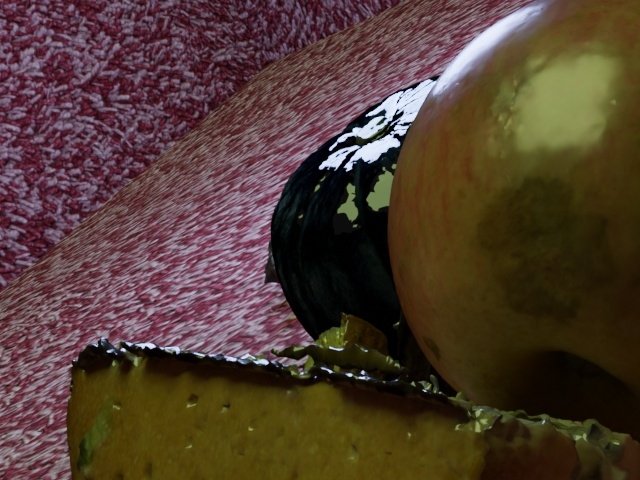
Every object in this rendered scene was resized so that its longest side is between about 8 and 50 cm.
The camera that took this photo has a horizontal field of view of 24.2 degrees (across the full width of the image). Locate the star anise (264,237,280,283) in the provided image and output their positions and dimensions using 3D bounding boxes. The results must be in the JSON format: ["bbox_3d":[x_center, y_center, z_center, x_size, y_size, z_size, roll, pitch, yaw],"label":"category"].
[{"bbox_3d":[0.000,0.000,2.096,0.229,0.093,0.236,-18,18,45],"label":"star anise"}]

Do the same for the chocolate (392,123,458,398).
[{"bbox_3d":[0.096,0.058,1.330,0.065,0.329,0.102,2,11,4],"label":"chocolate"}]

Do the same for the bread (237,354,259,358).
[{"bbox_3d":[-0.102,0.206,1.539,0.141,0.134,0.148,-30,2,24],"label":"bread"}]

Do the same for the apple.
[{"bbox_3d":[0.232,-0.009,1.130,0.364,0.364,0.364,-29,14,8],"label":"apple"}]

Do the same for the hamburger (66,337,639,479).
[{"bbox_3d":[0.009,0.222,1.012,0.445,0.268,0.287,3,79,47],"label":"hamburger"}]

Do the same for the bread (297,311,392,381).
[{"bbox_3d":[0.015,0.166,1.405,0.103,0.065,0.187,154,125,-70],"label":"bread"}]

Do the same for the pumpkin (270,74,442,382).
[{"bbox_3d":[0.125,-0.013,1.549,0.363,0.266,0.363,-27,19,10],"label":"pumpkin"}]
